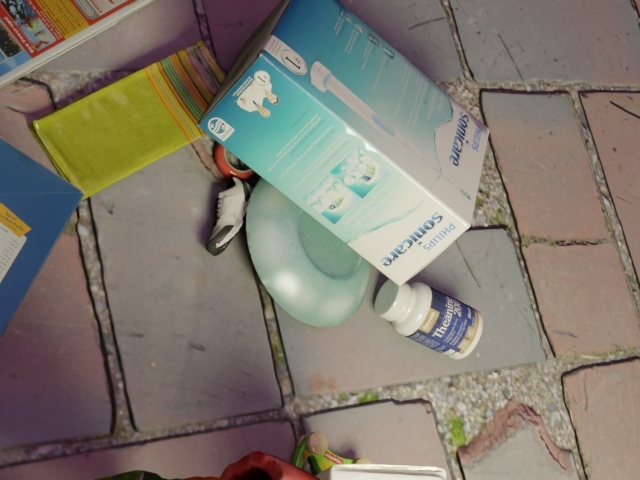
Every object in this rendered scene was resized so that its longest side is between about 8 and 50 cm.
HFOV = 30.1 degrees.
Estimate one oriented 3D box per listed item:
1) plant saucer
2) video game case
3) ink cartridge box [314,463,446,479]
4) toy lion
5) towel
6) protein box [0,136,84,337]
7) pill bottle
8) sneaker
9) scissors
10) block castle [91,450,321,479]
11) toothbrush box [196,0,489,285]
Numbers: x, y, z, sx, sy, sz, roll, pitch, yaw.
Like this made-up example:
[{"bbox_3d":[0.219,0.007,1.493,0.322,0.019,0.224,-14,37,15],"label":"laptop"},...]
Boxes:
[{"bbox_3d":[0.000,0.000,1.353,0.195,0.037,0.195,21,58,-39],"label":"plant saucer"},{"bbox_3d":[-0.329,-0.291,1.286,0.204,0.025,0.285,53,52,-4],"label":"video game case"},{"bbox_3d":[0.017,0.328,1.090,0.115,0.273,0.198,6,66,-18],"label":"ink cartridge box"},{"bbox_3d":[0.008,0.267,1.276,0.100,0.034,0.096,33,63,-18],"label":"toy lion"},{"bbox_3d":[-0.193,-0.136,1.301,0.237,0.021,0.102,-33,85,-34],"label":"towel"},{"bbox_3d":[-0.360,0.000,1.071,0.200,0.136,0.201,35,55,-17],"label":"protein box"},{"bbox_3d":[0.126,0.089,1.404,0.120,0.067,0.067,26,58,-23],"label":"pill bottle"},{"bbox_3d":[-0.105,-0.027,1.321,0.044,0.040,0.109,36,47,-8],"label":"sneaker"},{"bbox_3d":[-0.013,-0.129,1.432,0.297,0.021,0.109,-6,72,-34],"label":"scissors"},{"bbox_3d":[-0.138,0.332,0.884,0.213,0.453,0.303,23,60,-34],"label":"block castle"},{"bbox_3d":[0.037,-0.127,1.347,0.295,0.126,0.216,37,35,-13],"label":"toothbrush box"}]
